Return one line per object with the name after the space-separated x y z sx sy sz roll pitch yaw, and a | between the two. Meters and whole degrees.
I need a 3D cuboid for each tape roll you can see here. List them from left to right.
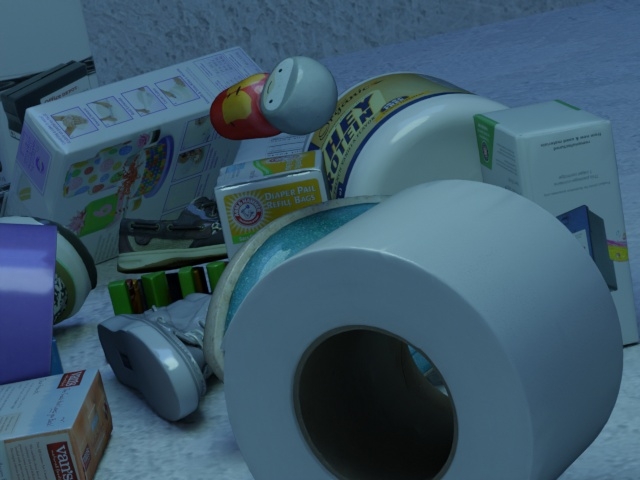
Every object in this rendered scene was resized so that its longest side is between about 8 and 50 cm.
-0.296 0.077 1.829 0.080 0.189 0.189 3 12 -7 | tape roll
0.075 0.094 1.368 0.246 0.246 0.169 -2 16 33 | tape roll

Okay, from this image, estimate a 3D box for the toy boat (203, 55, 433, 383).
0.000 0.000 1.647 0.267 0.318 0.148 -25 9 -34 | toy boat

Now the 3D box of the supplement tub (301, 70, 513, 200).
0.104 -0.055 1.981 0.228 0.228 0.316 -14 13 -10 | supplement tub

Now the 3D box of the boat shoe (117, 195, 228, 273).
-0.129 -0.012 2.076 0.224 0.073 0.080 -11 -2 27 | boat shoe

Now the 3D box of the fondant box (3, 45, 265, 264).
-0.231 -0.097 2.418 0.330 0.238 0.096 -22 58 -36 | fondant box

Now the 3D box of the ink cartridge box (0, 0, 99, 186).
-0.431 -0.204 2.672 0.166 0.394 0.285 -18 15 -26 | ink cartridge box

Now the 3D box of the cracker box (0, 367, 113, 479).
-0.311 0.186 1.686 0.232 0.067 0.155 -11 14 6 | cracker box

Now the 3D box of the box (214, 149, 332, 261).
-0.030 0.026 1.813 0.103 0.203 0.114 -11 14 3 | box

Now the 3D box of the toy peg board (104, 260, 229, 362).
-0.153 0.058 2.051 0.161 0.079 0.160 -10 14 3 | toy peg board

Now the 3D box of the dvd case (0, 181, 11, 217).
-0.343 -0.038 2.484 0.221 0.164 0.018 -21 57 -36 | dvd case

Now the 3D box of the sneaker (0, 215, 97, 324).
-0.459 0.086 2.102 0.410 0.158 0.182 -12 30 17 | sneaker

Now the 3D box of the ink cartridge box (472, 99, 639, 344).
0.215 -0.012 1.754 0.093 0.212 0.154 -10 12 -9 | ink cartridge box

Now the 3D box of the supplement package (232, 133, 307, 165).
-0.024 -0.065 2.316 0.134 0.139 0.244 -9 13 4 | supplement package

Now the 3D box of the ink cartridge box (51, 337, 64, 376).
-0.333 0.131 1.958 0.122 0.052 0.088 -17 15 -15 | ink cartridge box

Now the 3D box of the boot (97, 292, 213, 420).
-0.127 0.097 1.829 0.123 0.095 0.258 -23 15 -16 | boot
